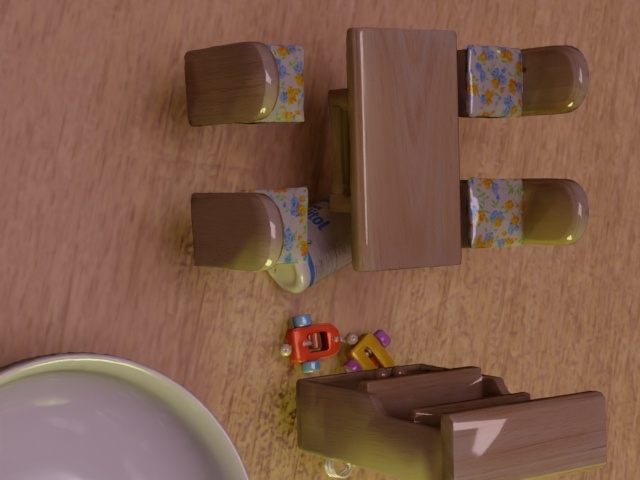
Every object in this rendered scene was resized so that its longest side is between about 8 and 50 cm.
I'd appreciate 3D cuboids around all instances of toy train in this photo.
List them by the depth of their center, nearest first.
[{"bbox_3d":[0.019,0.150,1.408,0.125,0.046,0.166,-14,90,-29],"label":"toy train"}]

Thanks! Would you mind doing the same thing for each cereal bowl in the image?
[{"bbox_3d":[-0.229,0.266,1.198,0.339,0.141,0.339,3,84,-30],"label":"cereal bowl"}]

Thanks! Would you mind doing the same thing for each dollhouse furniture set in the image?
[{"bbox_3d":[0.102,0.004,1.264,0.362,0.256,0.394,-4,94,-33],"label":"dollhouse furniture set"}]

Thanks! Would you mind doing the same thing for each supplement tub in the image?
[{"bbox_3d":[0.000,0.000,1.393,0.107,0.071,0.071,-31,101,-29],"label":"supplement tub"}]
